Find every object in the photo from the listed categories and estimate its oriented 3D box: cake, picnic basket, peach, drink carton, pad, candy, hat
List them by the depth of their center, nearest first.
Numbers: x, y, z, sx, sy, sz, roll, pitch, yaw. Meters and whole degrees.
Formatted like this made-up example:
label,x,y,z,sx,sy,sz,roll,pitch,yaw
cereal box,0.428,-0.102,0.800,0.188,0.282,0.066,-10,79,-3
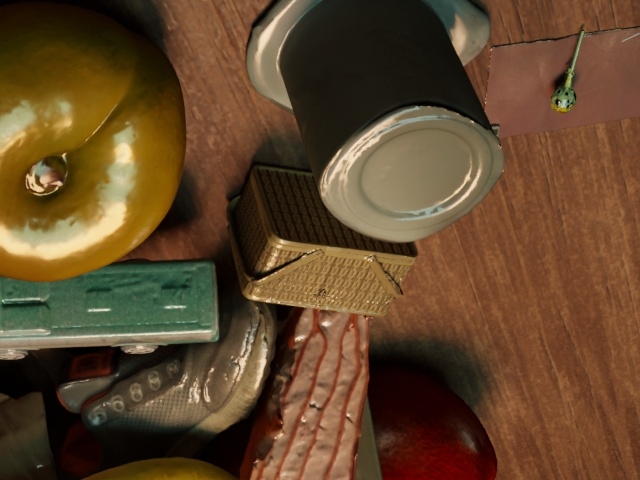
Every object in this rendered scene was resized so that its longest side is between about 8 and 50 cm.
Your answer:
label,x,y,z,sx,sy,sz,roll,pitch,yaw
peach,-0.229,-0.080,1.125,0.251,0.153,0.251,-14,129,-19
drink carton,0.049,-0.111,1.154,0.185,0.189,0.191,-38,132,26
candy,0.232,-0.157,1.275,0.025,0.023,0.083,7,123,-3
picnic basket,0.000,0.000,1.290,0.164,0.115,0.079,7,128,-24
pad,0.246,-0.149,1.303,0.188,0.006,0.113,-9,134,-10
cake,-0.012,0.158,1.320,0.098,0.287,0.135,14,149,-17
hat,-0.348,0.230,1.377,0.173,0.144,0.166,-6,136,-6
peach,0.017,0.266,1.524,0.338,0.281,0.281,12,137,16

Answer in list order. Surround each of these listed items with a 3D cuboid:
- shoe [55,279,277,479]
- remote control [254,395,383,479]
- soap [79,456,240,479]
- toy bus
label,x,y,z,sx,sy,sz,roll,pitch,yaw
shoe,-0.173,0.139,1.376,0.171,0.132,0.336,20,127,-21
remote control,-0.002,0.216,1.380,0.123,0.285,0.038,-9,149,-5
soap,-0.236,0.382,1.338,0.427,0.115,0.306,-26,114,-15
toy bus,-0.221,0.058,1.243,0.262,0.091,0.109,-3,172,-8
